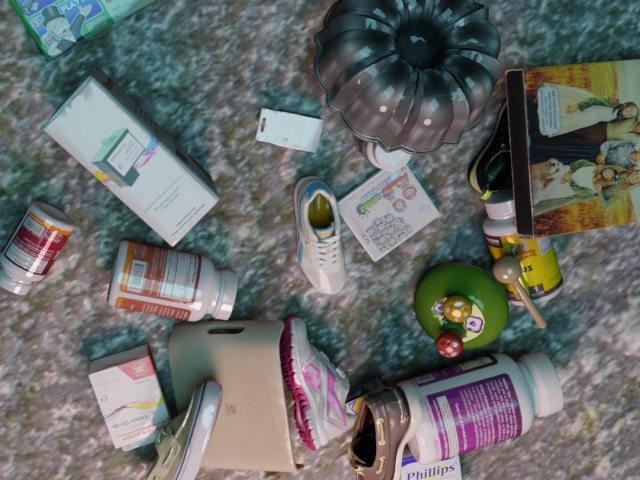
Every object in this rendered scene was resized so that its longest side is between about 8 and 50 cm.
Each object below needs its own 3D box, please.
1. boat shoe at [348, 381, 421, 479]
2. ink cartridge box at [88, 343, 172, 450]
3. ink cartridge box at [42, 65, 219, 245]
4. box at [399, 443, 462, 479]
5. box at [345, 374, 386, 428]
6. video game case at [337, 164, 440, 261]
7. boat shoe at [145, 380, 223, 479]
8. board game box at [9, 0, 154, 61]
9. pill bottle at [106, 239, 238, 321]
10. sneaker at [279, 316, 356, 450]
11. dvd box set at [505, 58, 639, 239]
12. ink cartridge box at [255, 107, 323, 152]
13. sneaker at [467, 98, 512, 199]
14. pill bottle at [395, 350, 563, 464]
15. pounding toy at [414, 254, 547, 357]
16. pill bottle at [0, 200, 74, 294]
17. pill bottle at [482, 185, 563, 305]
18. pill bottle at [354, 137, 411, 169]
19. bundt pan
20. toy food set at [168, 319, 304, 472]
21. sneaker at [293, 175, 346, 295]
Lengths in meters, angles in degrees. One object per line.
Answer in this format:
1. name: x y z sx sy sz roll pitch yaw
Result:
1. boat shoe: 0.104 0.393 1.713 0.097 0.116 0.324 -7 138 -21
2. ink cartridge box: -0.347 0.308 1.674 0.115 0.067 0.198 -17 108 -7
3. ink cartridge box: -0.310 -0.144 1.484 0.117 0.201 0.278 -44 108 3
4. box: 0.218 0.477 1.831 0.126 0.072 0.137 -12 107 -8
5. box: 0.055 0.333 1.768 0.169 0.054 0.059 -23 108 -3
6. video game case: 0.126 -0.059 1.691 0.157 0.019 0.143 -36 109 0
7. boat shoe: -0.255 0.375 1.625 0.094 0.109 0.302 20 116 -3
8. board game box: -0.367 -0.465 1.466 0.317 0.046 0.213 -30 108 -2
9. pill bottle: -0.263 0.078 1.599 0.216 0.121 0.121 13 102 -15
10. sneaker: -0.007 0.263 1.700 0.111 0.103 0.252 -15 89 -21
11. dvd box set: 0.544 -0.179 1.654 0.421 0.062 0.307 -8 98 -21
12. ink cartridge box: -0.057 -0.200 1.610 0.115 0.029 0.062 10 104 -13
13. sneaker: 0.362 -0.179 1.662 0.084 0.097 0.234 25 99 -17
14. pill bottle: 0.310 0.318 1.754 0.302 0.169 0.169 -15 108 -6
15. pounding toy: 0.280 0.140 1.676 0.237 0.110 0.182 -18 108 27
16. pill bottle: -0.500 0.014 1.553 0.086 0.086 0.152 31 98 -17
17. pill bottle: 0.382 0.009 1.708 0.117 0.117 0.214 -23 108 -4
18. pill bottle: 0.113 -0.169 1.595 0.078 0.137 0.078 -3 106 -11
19. bundt pan: 0.158 -0.315 1.497 0.331 0.124 0.330 3 77 -12
20. toy food set: -0.153 0.296 1.682 0.220 0.092 0.306 -2 106 18
21. sneaker: 0.000 0.000 1.644 0.088 0.092 0.228 -15 109 -8
